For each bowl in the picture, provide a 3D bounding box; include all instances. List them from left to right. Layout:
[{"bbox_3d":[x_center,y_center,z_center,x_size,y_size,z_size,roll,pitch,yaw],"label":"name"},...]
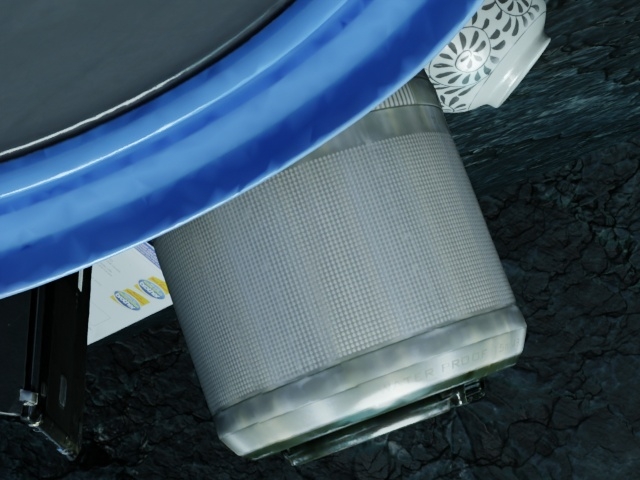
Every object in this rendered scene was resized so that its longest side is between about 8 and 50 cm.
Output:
[{"bbox_3d":[-0.106,-0.076,0.549,0.391,0.077,0.391,-25,169,-5],"label":"bowl"},{"bbox_3d":[0.142,-0.165,1.099,0.170,0.080,0.170,-51,176,-6],"label":"bowl"}]

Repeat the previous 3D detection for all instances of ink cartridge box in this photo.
[{"bbox_3d":[-0.261,0.019,1.332,0.311,0.186,0.065,-24,-144,36],"label":"ink cartridge box"}]

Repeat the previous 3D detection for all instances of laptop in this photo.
[{"bbox_3d":[-0.221,-0.003,0.772,0.136,0.234,0.264,1,163,-1],"label":"laptop"}]

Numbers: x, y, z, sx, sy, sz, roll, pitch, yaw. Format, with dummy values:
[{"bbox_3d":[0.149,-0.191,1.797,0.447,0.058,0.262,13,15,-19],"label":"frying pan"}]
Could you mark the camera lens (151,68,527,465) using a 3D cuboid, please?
[{"bbox_3d":[0.000,0.000,0.883,0.219,0.274,0.219,-20,172,-3],"label":"camera lens"}]
